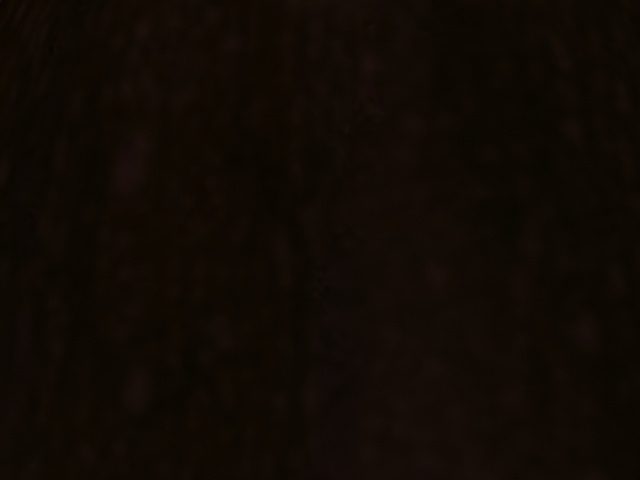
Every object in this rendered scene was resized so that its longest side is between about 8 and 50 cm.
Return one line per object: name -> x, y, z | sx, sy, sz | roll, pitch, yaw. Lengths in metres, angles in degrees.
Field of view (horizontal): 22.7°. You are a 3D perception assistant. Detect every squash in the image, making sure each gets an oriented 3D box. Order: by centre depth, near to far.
squash -> 0.010, -0.004, 0.447 | 0.310, 0.309, 0.310 | -5, 6, 0
